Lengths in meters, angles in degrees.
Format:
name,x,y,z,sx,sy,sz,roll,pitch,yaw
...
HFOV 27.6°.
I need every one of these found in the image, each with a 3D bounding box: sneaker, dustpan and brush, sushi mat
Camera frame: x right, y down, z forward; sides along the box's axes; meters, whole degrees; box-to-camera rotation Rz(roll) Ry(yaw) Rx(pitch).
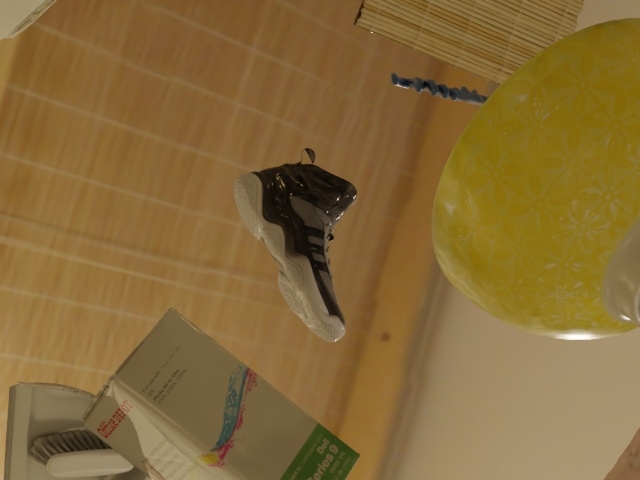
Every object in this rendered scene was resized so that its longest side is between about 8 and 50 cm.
name,x,y,z,sx,sy,sz,roll,pitch,yaw
sneaker,0.000,0.000,1.837,0.268,0.153,0.101,61,-18,-1
dustpan and brush,-0.190,0.208,1.246,0.060,0.211,0.147,-146,-121,-62
sushi mat,0.196,-0.290,1.650,0.019,0.317,0.151,9,-98,63

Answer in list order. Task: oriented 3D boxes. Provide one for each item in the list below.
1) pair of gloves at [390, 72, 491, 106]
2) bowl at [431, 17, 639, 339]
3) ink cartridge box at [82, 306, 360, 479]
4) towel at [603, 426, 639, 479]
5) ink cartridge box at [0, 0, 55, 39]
name,x,y,z,sx,sy,sz,roll,pitch,yaw
pair of gloves,0.183,-0.198,1.749,0.159,0.198,0.023,-132,-124,-75
bowl,0.252,-0.017,1.052,0.289,0.289,0.156,-55,-136,16
ink cartridge box,-0.093,0.174,1.147,0.093,0.212,0.154,-55,-177,-29
towel,0.339,0.315,1.333,0.332,0.053,0.317,-49,-171,-17
ink cartridge box,-0.284,-0.396,1.037,0.160,0.279,0.384,-10,-122,62
